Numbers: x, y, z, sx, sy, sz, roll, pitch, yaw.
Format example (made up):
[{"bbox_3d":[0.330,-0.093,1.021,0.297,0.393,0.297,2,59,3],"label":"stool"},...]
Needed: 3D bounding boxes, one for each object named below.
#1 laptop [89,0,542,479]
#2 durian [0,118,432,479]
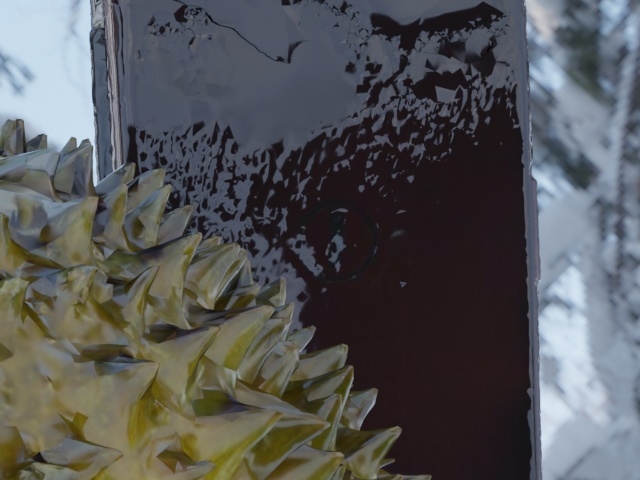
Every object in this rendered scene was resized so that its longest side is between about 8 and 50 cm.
[{"bbox_3d":[0.000,0.000,0.683,0.154,0.207,0.026,-3,5,-7],"label":"laptop"},{"bbox_3d":[-0.064,0.039,0.436,0.183,0.250,0.138,-10,-72,-9],"label":"durian"}]
